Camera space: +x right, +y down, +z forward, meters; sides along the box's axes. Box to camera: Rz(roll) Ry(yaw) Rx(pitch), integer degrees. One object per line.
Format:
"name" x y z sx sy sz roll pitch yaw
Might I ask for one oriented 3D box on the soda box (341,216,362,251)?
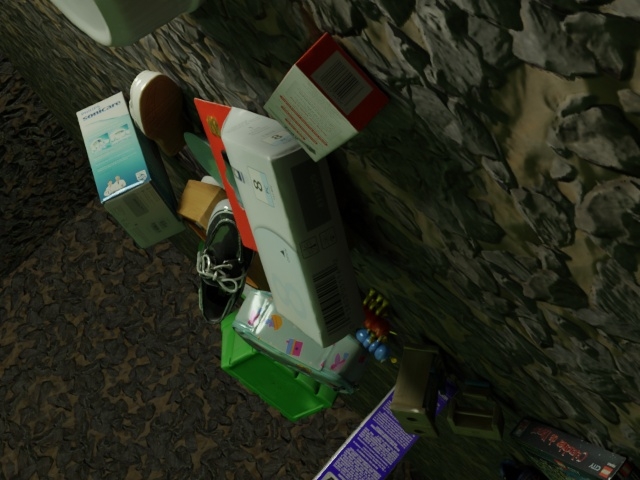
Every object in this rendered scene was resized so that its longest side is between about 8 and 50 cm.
"soda box" 0.000 0.000 1.191 0.058 0.061 0.181 47 166 -12

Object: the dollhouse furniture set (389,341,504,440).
"dollhouse furniture set" 0.237 0.276 1.264 0.183 0.129 0.129 3 148 24

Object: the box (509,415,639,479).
"box" 0.412 0.362 1.086 0.159 0.044 0.233 48 166 -14

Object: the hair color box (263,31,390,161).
"hair color box" 0.001 -0.147 0.767 0.093 0.053 0.167 45 165 -8

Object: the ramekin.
"ramekin" -0.261 -0.342 0.801 0.273 0.127 0.273 42 167 12

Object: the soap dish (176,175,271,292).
"soap dish" -0.188 -0.008 1.610 0.291 0.118 0.229 50 166 -25

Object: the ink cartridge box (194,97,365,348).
"ink cartridge box" -0.100 -0.045 1.112 0.385 0.091 0.308 27 140 51

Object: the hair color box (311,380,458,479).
"hair color box" 0.121 0.403 1.439 0.110 0.339 0.185 43 166 11

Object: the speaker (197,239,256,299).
"speaker" -0.195 0.083 1.889 0.296 0.131 0.131 36 164 33

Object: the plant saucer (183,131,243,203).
"plant saucer" -0.178 -0.142 1.350 0.195 0.037 0.195 42 167 12

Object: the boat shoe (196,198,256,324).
"boat shoe" -0.201 0.053 1.457 0.113 0.105 0.306 22 133 -1

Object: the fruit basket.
"fruit basket" -0.097 0.288 2.069 0.283 0.392 0.392 -31 108 34

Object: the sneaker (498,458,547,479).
"sneaker" 0.422 0.498 1.402 0.087 0.083 0.221 57 160 -16

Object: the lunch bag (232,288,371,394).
"lunch bag" -0.032 0.215 1.447 0.279 0.108 0.224 26 165 14

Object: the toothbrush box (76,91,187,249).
"toothbrush box" -0.444 -0.163 1.678 0.296 0.126 0.216 63 178 33

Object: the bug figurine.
"bug figurine" 0.067 0.150 1.421 0.216 0.072 0.279 40 166 20

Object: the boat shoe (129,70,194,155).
"boat shoe" -0.311 -0.243 1.312 0.096 0.098 0.277 42 168 9
